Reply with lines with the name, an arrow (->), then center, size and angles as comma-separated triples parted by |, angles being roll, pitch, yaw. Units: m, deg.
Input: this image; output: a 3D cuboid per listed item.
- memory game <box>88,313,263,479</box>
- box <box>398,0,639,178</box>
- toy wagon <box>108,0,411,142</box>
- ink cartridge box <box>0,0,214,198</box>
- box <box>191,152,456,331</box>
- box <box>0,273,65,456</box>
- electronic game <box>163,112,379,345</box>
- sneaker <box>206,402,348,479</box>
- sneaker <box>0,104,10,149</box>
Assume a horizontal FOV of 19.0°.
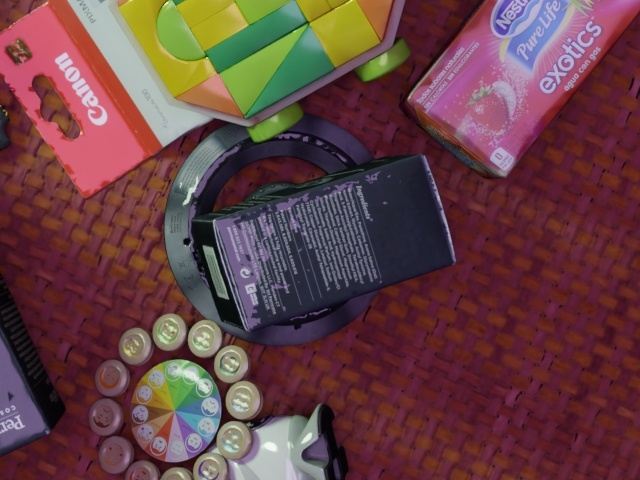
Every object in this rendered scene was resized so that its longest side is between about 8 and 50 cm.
memory game -> -0.142, 0.161, 1.822 | 0.186, 0.012, 0.186 | -4, 79, 23
box -> 0.200, -0.191, 1.818 | 0.123, 0.128, 0.257 | 39, 89, -2
toy wagon -> -0.022, -0.259, 1.740 | 0.344, 0.068, 0.267 | -28, 103, 15
ink cartridge box -> -0.180, -0.178, 1.837 | 0.232, 0.066, 0.189 | -34, 93, -6
box -> 0.000, 0.000, 1.754 | 0.207, 0.153, 0.108 | -17, 94, -10
box -> -0.458, 0.101, 1.765 | 0.343, 0.179, 0.312 | -26, 93, -2
electronic game -> -0.038, -0.012, 1.849 | 0.229, 0.048, 0.229 | 0, 91, -11
sneaker -> -0.026, 0.330, 1.833 | 0.146, 0.122, 0.330 | -13, 89, 11
sneaker -> -0.319, -0.125, 1.845 | 0.035, 0.031, 0.083 | -7, 96, -16
